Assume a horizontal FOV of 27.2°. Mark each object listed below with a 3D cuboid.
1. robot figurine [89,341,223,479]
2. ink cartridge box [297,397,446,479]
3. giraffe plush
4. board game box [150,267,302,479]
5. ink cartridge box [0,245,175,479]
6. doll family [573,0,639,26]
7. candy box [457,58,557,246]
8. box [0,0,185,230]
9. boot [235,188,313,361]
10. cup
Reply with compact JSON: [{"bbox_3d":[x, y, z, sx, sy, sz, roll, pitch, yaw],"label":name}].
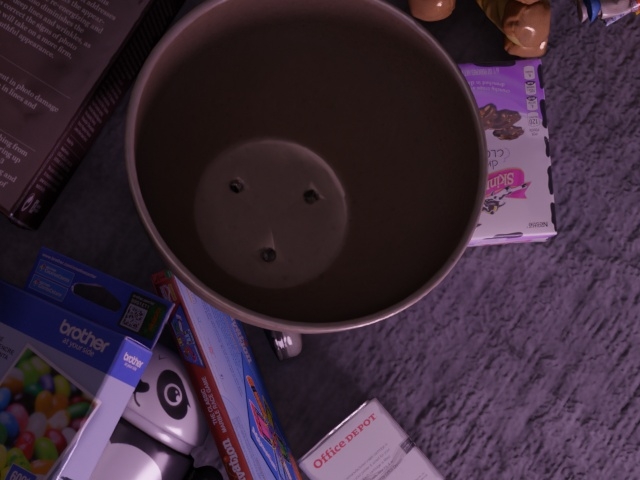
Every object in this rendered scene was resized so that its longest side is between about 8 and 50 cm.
[{"bbox_3d":[-0.231,0.228,1.354,0.209,0.174,0.278,39,82,-42],"label":"robot figurine"},{"bbox_3d":[0.062,0.257,1.417,0.109,0.063,0.150,-40,86,-5],"label":"ink cartridge box"},{"bbox_3d":[0.155,-0.298,1.424,0.171,0.181,0.210,-2,50,5],"label":"giraffe plush"},{"bbox_3d":[-0.091,0.160,1.383,0.027,0.145,0.281,-23,84,15],"label":"board game box"},{"bbox_3d":[-0.288,0.162,1.277,0.186,0.065,0.311,21,77,29],"label":"ink cartridge box"},{"bbox_3d":[0.354,-0.332,1.482,0.163,0.118,0.262,-13,66,3],"label":"doll family"},{"bbox_3d":[0.166,-0.092,1.455,0.165,0.070,0.196,-4,83,-2],"label":"candy box"},{"bbox_3d":[-0.294,-0.222,1.424,0.191,0.143,0.381,32,85,2],"label":"box"},{"bbox_3d":[0.000,0.000,1.439,0.161,0.083,0.246,-8,85,-8],"label":"boot"},{"bbox_3d":[-0.029,-0.054,1.289,0.331,0.237,0.331,3,75,-10],"label":"cup"}]
